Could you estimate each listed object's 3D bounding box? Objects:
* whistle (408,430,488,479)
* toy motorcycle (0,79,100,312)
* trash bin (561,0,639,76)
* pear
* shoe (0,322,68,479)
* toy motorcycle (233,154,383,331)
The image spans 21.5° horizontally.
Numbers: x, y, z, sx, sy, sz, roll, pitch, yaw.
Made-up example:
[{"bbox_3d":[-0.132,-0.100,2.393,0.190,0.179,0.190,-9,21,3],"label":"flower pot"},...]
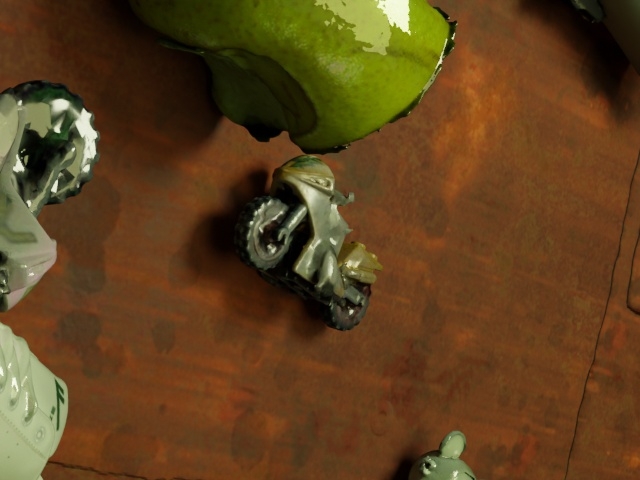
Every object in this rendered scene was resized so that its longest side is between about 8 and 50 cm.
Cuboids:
[{"bbox_3d":[0.159,0.309,1.934,0.114,0.077,0.235,-53,138,-16],"label":"whistle"},{"bbox_3d":[-0.313,-0.036,1.290,0.327,0.143,0.188,0,97,-41],"label":"toy motorcycle"},{"bbox_3d":[0.429,-0.319,2.015,0.277,0.217,0.262,-42,134,3],"label":"trash bin"},{"bbox_3d":[-0.046,-0.207,1.486,0.255,0.238,0.164,43,71,-45],"label":"pear"},{"bbox_3d":[-0.260,0.111,1.266,0.160,0.132,0.363,-10,137,-21],"label":"shoe"},{"bbox_3d":[0.000,0.000,1.683,0.229,0.094,0.130,40,66,-50],"label":"toy motorcycle"}]
